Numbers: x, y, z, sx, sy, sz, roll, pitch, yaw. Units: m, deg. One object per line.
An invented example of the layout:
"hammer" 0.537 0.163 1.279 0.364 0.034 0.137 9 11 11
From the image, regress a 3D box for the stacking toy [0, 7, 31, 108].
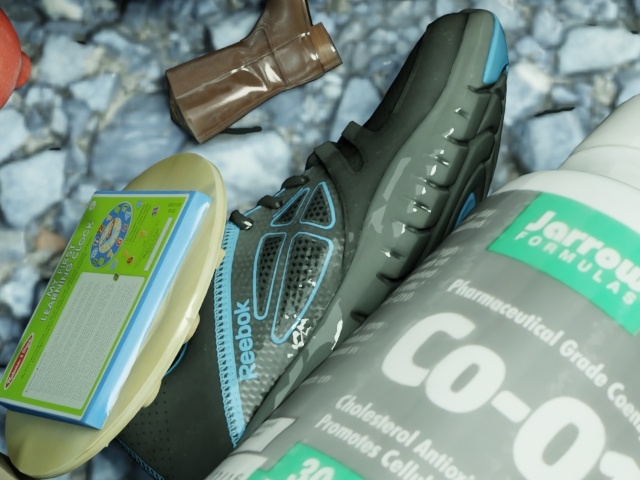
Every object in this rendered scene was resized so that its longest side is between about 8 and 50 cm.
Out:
"stacking toy" -0.180 -0.216 1.159 0.309 0.130 0.279 -25 45 -3

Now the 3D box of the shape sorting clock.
"shape sorting clock" -0.117 0.042 1.013 0.206 0.040 0.206 -36 36 32

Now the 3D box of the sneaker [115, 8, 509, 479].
"sneaker" 0.000 0.000 1.027 0.139 0.125 0.341 24 75 20

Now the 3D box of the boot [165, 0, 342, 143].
"boot" -0.057 -0.127 1.124 0.114 0.037 0.106 -28 68 4

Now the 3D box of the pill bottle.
"pill bottle" 0.110 0.095 0.904 0.204 0.204 0.361 37 64 17

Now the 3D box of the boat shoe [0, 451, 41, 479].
"boat shoe" -0.111 0.243 0.983 0.307 0.111 0.104 35 85 27
